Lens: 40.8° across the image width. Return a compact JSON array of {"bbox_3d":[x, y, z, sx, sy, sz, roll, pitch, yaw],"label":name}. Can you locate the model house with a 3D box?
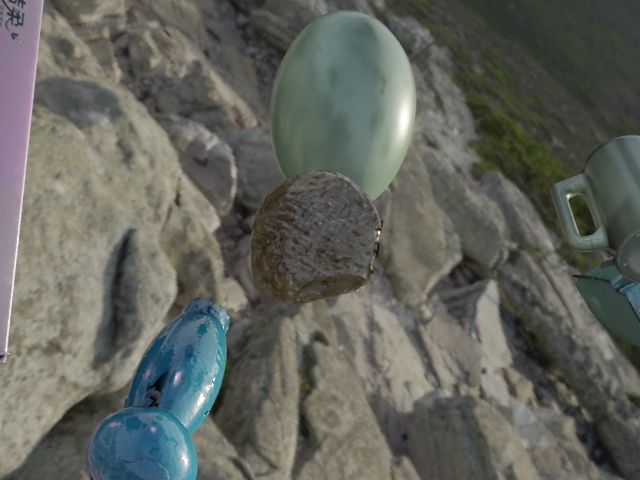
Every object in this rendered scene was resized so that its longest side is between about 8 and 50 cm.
[{"bbox_3d":[0.443,0.053,1.154,0.119,0.149,0.148,53,-5,-8],"label":"model house"}]

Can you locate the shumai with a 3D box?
[{"bbox_3d":[0.000,-0.004,0.902,0.145,0.145,0.116,58,5,6],"label":"shumai"}]

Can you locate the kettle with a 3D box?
[{"bbox_3d":[0.339,-0.031,0.938,0.098,0.127,0.148,24,37,-26],"label":"kettle"}]

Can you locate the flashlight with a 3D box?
[{"bbox_3d":[-0.069,0.075,0.413,0.051,0.051,0.129,46,31,-16],"label":"flashlight"}]

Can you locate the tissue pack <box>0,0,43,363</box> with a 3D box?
[{"bbox_3d":[-0.253,-0.044,0.572,0.092,0.148,0.246,8,85,-30],"label":"tissue pack"}]

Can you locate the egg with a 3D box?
[{"bbox_3d":[0.031,-0.175,1.198,0.203,0.203,0.282,-35,132,-61],"label":"egg"}]
